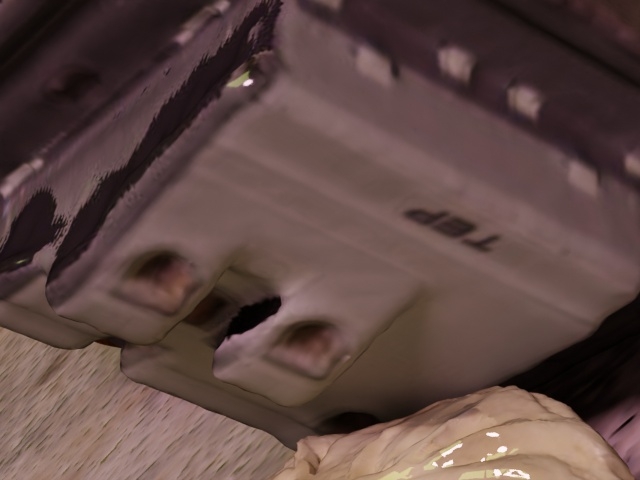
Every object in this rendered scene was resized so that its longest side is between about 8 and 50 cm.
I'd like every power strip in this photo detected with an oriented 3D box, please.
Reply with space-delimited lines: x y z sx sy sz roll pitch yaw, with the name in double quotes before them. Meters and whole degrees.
"power strip" 0.001 0.000 0.602 0.251 0.257 0.092 -40 36 39

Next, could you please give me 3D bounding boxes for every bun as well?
"bun" 0.018 0.112 0.566 0.164 0.111 0.188 -54 16 -14

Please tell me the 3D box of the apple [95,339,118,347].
"apple" -0.081 -0.050 0.971 0.237 0.207 0.237 -46 2 2
